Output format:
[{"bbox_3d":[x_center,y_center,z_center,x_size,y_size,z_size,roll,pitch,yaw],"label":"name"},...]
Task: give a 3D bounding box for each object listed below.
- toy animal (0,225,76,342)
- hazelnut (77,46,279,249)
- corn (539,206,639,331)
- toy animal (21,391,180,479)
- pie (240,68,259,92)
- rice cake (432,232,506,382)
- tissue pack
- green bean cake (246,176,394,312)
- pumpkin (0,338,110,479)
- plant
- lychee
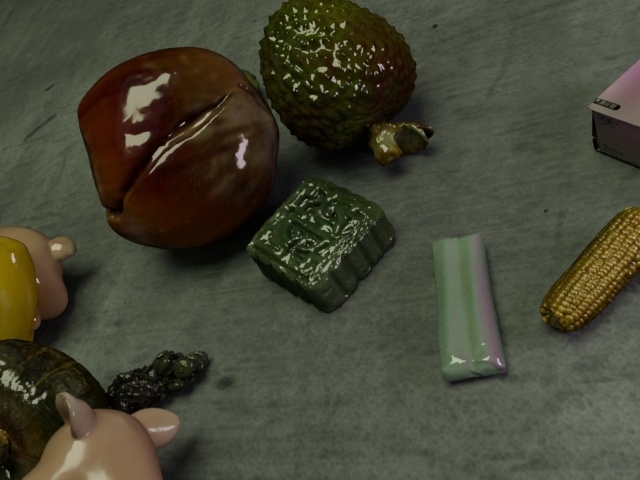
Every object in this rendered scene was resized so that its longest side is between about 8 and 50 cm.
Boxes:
[{"bbox_3d":[-0.637,0.096,1.292,0.345,0.277,0.247,-6,20,14],"label":"toy animal"},{"bbox_3d":[-0.247,-0.163,1.188,0.372,0.372,0.315,-14,10,21],"label":"hazelnut"},{"bbox_3d":[0.352,0.032,0.827,0.207,0.068,0.068,-43,43,-10],"label":"corn"},{"bbox_3d":[-0.278,0.349,0.831,0.213,0.195,0.256,-35,60,16],"label":"toy animal"},{"bbox_3d":[-0.257,-0.280,1.483,0.277,0.078,0.277,-14,46,14],"label":"pie"},{"bbox_3d":[0.194,0.082,0.899,0.080,0.042,0.221,-16,45,21],"label":"rice cake"},{"bbox_3d":[0.503,-0.155,0.881,0.148,0.092,0.246,-41,43,-9],"label":"tissue pack"},{"bbox_3d":[0.000,0.000,1.062,0.185,0.094,0.183,30,71,39],"label":"green bean cake"},{"bbox_3d":[-0.430,0.276,0.961,0.260,0.260,0.189,-22,8,14],"label":"pumpkin"},{"bbox_3d":[-0.256,0.217,1.036,0.174,0.087,0.085,-27,18,2],"label":"plant"},{"bbox_3d":[0.036,-0.277,1.158,0.270,0.320,0.270,-25,18,8],"label":"lychee"}]
